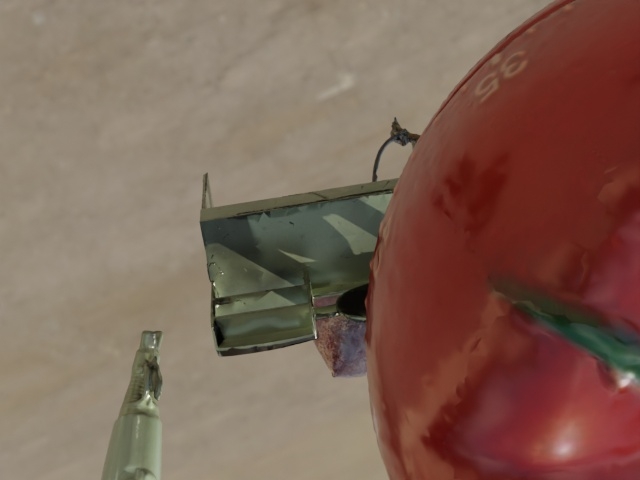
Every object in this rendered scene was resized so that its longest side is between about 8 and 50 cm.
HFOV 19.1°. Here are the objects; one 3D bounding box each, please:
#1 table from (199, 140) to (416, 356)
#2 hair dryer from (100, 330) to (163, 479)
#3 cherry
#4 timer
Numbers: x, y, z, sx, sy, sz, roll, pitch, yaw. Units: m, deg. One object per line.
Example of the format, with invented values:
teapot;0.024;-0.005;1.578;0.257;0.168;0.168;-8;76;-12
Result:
table;0.000;0.000;1.204;0.146;0.062;0.175;-10;-159;1
hair dryer;-0.089;0.151;0.989;0.075;0.237;0.206;11;155;-21
cherry;0.058;0.015;1.626;0.090;0.107;0.225;16;98;-64
timer;0.210;0.043;0.912;0.378;0.378;0.279;-28;-160;15
